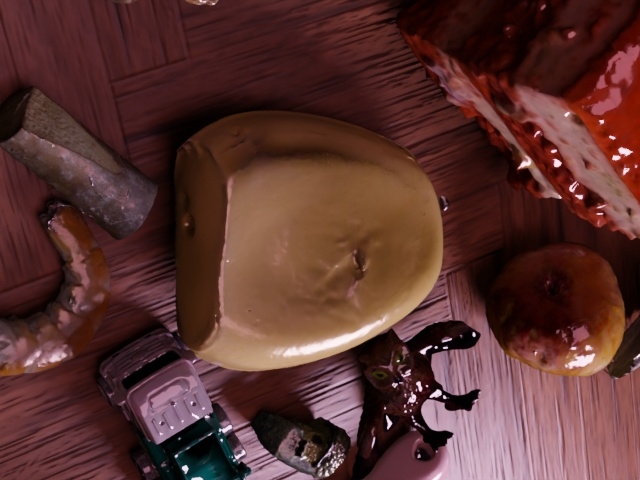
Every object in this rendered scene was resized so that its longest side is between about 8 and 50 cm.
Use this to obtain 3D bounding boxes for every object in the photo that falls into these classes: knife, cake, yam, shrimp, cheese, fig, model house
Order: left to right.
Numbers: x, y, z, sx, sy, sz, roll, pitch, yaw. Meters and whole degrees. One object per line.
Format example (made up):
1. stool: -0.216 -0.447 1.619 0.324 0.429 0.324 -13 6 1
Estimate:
1. shrimp: -0.276 0.047 1.304 0.161 0.049 0.166 -12 112 -28
2. yam: -0.225 -0.071 1.275 0.068 0.068 0.169 -51 125 -4
3. model house: -0.023 0.215 1.490 0.083 0.079 0.066 31 90 -33
4. cheese: 0.000 0.000 1.392 0.316 0.128 0.259 -3 106 -36
5. knife: 0.018 0.345 1.566 0.336 0.081 0.043 -41 152 -8
6. fig: 0.294 0.101 1.609 0.159 0.159 0.257 -52 146 -3
7. cake: 0.286 -0.189 1.365 0.270 0.319 0.269 -49 125 -5

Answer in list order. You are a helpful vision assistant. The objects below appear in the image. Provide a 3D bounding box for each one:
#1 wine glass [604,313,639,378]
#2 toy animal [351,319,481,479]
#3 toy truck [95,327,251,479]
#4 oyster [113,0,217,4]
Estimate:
1. wine glass: 0.519 0.193 1.618 0.323 0.238 0.238 44 83 0
2. toy animal: 0.080 0.155 1.492 0.218 0.116 0.179 -49 129 -12
3. toy truck: -0.136 0.204 1.398 0.110 0.116 0.216 -30 120 -16
4. oyster: -0.185 -0.312 1.202 0.223 0.083 0.214 -8 109 -20
